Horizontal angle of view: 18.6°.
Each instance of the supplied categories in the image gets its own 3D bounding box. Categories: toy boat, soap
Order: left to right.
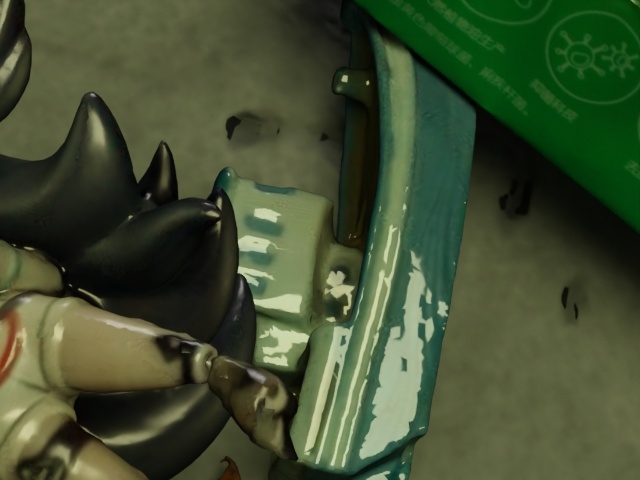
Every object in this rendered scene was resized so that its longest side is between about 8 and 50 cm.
[{"bbox_3d":[0.000,0.000,0.737,0.102,0.088,0.215,13,70,-4],"label":"toy boat"},{"bbox_3d":[0.130,-0.094,0.758,0.273,0.098,0.218,38,40,-4],"label":"soap"}]

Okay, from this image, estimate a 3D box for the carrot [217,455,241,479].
[{"bbox_3d":[-0.048,0.176,0.675,0.057,0.057,0.224,17,51,-7],"label":"carrot"}]

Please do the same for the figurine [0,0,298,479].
[{"bbox_3d":[-0.136,0.026,0.636,0.265,0.197,0.175,30,70,1],"label":"figurine"}]
